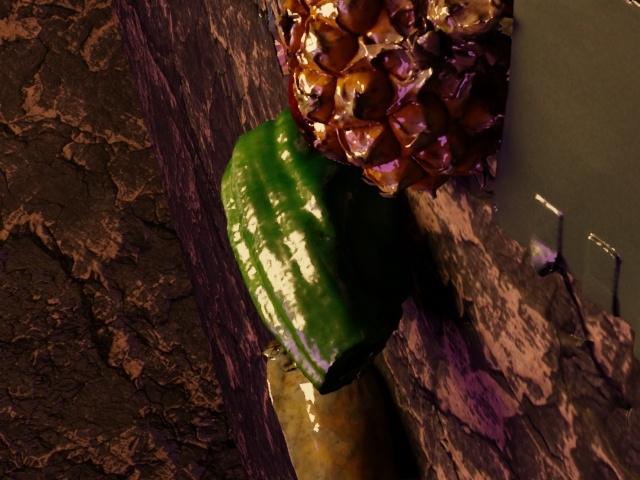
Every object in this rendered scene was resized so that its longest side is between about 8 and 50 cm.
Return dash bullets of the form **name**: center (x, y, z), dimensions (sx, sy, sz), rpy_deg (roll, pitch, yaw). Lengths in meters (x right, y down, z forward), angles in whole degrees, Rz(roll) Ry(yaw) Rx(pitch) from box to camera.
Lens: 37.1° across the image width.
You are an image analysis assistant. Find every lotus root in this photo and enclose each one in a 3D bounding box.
- **lotus root**: center (0.022, 0.250, 1.406), dimensions (0.267, 0.149, 0.260), rpy_deg (66, -171, -78)

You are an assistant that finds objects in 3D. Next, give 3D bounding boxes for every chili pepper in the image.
- **chili pepper**: center (0.007, -0.007, 1.113), dimensions (0.167, 0.213, 0.385), rpy_deg (112, 147, -45)

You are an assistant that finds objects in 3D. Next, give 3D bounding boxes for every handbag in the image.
- **handbag**: center (0.212, -0.043, 0.627), dimensions (0.247, 0.079, 0.260), rpy_deg (-123, 23, -46)

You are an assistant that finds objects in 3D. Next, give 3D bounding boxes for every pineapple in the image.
- **pineapple**: center (0.077, -0.113, 0.736), dimensions (0.250, 0.140, 0.164), rpy_deg (39, 165, -31)

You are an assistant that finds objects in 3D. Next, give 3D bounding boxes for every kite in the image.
- **kite**: center (-0.086, -0.413, 1.352), dimensions (0.204, 0.022, 0.360), rpy_deg (-167, 63, -72)

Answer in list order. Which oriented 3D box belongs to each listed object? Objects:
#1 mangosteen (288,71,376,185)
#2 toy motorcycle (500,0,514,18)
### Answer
- **mangosteen**: center (0.055, -0.137, 0.937), dimensions (0.180, 0.166, 0.166), rpy_deg (44, 156, 11)
- **toy motorcycle**: center (0.056, -0.278, 0.783), dimensions (0.298, 0.089, 0.171), rpy_deg (26, 110, 41)
